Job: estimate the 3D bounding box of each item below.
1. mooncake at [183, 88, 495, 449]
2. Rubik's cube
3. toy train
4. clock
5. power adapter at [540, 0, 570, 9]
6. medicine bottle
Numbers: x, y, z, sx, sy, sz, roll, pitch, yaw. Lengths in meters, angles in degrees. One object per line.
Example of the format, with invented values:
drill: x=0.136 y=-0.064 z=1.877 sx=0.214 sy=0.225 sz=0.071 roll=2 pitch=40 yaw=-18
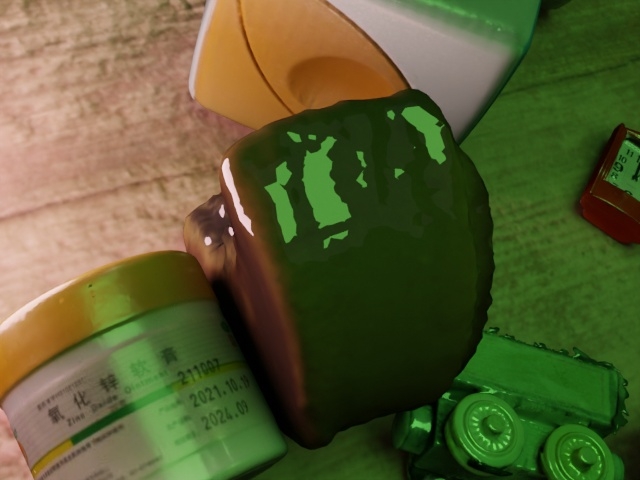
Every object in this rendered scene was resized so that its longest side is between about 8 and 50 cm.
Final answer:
mooncake: x=0.000 y=0.000 z=1.044 sx=0.246 sy=0.393 sz=0.394 roll=-16 pitch=39 yaw=-17
Rubik's cube: x=0.057 y=-0.320 z=1.224 sx=0.352 sy=0.347 sz=0.352 roll=20 pitch=63 yaw=-8
toy train: x=0.216 y=0.214 z=1.155 sx=0.271 sy=0.159 sz=0.188 roll=16 pitch=54 yaw=-10
clock: x=0.428 y=-0.076 z=1.398 sx=0.113 sy=0.061 sz=0.155 roll=34 pitch=58 yaw=0
power adapter: x=0.331 y=-0.457 z=1.455 sx=0.125 sy=0.130 sz=0.205 roll=18 pitch=88 yaw=-9
medicine bottle: x=-0.182 y=0.162 z=1.001 sx=0.237 sy=0.238 sz=0.232 roll=-23 pitch=75 yaw=-24
